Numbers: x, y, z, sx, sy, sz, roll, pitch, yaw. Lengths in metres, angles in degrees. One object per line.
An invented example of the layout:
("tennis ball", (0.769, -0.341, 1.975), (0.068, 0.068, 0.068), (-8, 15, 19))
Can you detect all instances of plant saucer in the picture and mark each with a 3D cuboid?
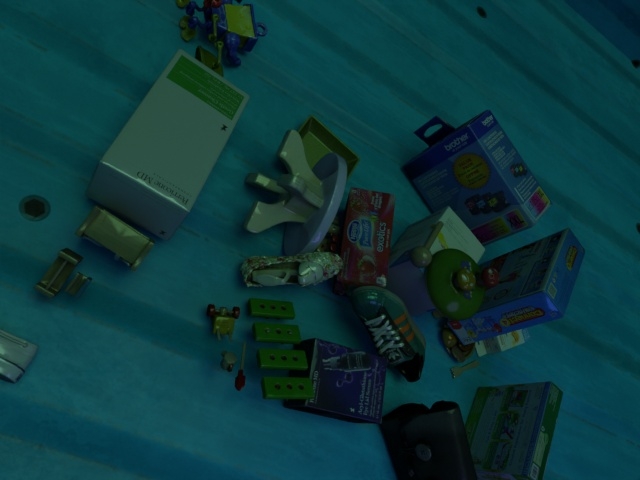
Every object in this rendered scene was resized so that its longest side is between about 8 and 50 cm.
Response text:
("plant saucer", (-0.007, -0.214, 1.393), (0.188, 0.045, 0.188), (40, 57, -14))

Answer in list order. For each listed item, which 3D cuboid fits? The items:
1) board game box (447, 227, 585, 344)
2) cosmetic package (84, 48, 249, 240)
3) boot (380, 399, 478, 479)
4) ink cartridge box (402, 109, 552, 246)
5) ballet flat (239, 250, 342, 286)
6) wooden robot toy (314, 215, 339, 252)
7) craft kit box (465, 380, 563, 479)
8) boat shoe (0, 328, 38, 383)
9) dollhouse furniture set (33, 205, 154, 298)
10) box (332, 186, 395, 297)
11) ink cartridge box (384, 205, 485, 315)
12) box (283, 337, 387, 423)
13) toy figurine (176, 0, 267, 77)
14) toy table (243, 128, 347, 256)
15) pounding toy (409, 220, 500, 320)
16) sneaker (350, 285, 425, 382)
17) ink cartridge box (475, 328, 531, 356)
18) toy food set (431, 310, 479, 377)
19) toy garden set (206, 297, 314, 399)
("board game box", (0.537, 0.127, 1.417), (0.086, 0.302, 0.308), (51, 47, -6))
("cosmetic package", (-0.319, -0.210, 1.120), (0.197, 0.155, 0.366), (30, 52, -20))
("boot", (0.348, 0.580, 1.145), (0.146, 0.367, 0.446), (5, 68, -54))
("ink cartridge box", (0.434, -0.189, 1.513), (0.151, 0.270, 0.396), (-36, 93, -40))
("ballet flat", (-0.068, 0.077, 1.180), (0.240, 0.077, 0.091), (-5, 118, 2))
("wooden robot toy", (0.000, 0.000, 1.310), (0.079, 0.076, 0.173), (20, 63, -12))
("craft kit box", (0.470, 0.484, 1.310), (0.061, 0.246, 0.250), (42, 57, -15))
("boat shoe", (-0.615, 0.147, 0.881), (0.258, 0.095, 0.084), (42, 52, -24))
("dollhouse furniture set", (-0.435, 0.043, 1.016), (0.129, 0.129, 0.184), (36, 82, -16))
("box", (0.110, 0.011, 1.314), (0.122, 0.128, 0.257), (9, 66, 0))
("ink cartridge box", (0.296, 0.057, 1.402), (0.168, 0.171, 0.233), (48, 56, -8))
("box", (0.037, 0.327, 1.189), (0.207, 0.108, 0.153), (20, 64, -24))
("toy figurine", (-0.215, -0.540, 1.307), (0.217, 0.191, 0.363), (-3, 75, -37))
("toy table", (-0.063, -0.107, 1.215), (0.160, 0.252, 0.274), (26, 73, -31))
("pounding toy", (0.344, 0.076, 1.253), (0.183, 0.110, 0.237), (-41, 98, -34))
("sneaker", (0.174, 0.231, 1.251), (0.302, 0.108, 0.121), (48, 31, -31))
("ink cartridge box", (0.534, 0.271, 1.535), (0.181, 0.061, 0.104), (-10, 78, -33))
("toy food set", (0.397, 0.278, 1.464), (0.132, 0.038, 0.192), (-11, 79, -33))
("toy garden set", (-0.137, 0.234, 1.107), (0.203, 0.049, 0.244), (9, 42, -26))
